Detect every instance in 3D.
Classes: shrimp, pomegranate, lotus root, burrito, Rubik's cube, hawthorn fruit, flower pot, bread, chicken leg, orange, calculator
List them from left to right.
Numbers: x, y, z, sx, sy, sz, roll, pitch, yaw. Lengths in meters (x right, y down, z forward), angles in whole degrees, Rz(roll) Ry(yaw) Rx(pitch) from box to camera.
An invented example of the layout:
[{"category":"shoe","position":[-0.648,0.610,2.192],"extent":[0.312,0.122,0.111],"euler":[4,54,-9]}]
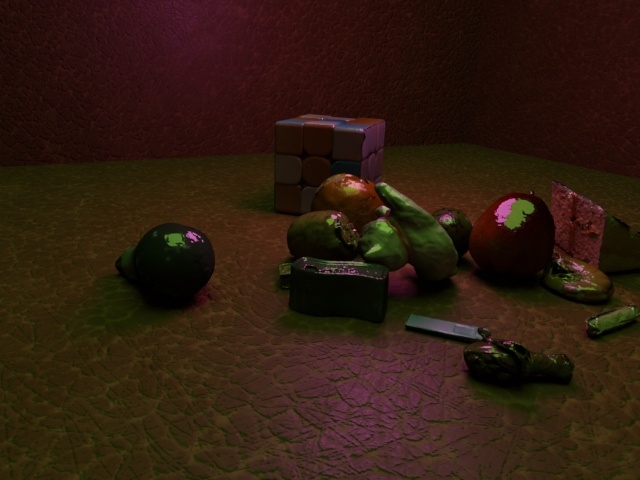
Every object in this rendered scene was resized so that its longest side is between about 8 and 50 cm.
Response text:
[{"category":"lotus root","position":[0.000,0.000,1.308],"extent":[0.146,0.160,0.284],"euler":[-20,4,-33]},{"category":"Rubik's cube","position":[0.040,-0.292,1.882],"extent":[0.344,0.346,0.346],"euler":[10,20,18]},{"category":"flower pot","position":[0.043,0.108,1.119],"extent":[0.229,0.108,0.103],"euler":[6,19,8]},{"category":"orange","position":[0.088,-0.093,1.515],"extent":[0.240,0.240,0.240],"euler":[2,20,-1]},{"category":"pomegranate","position":[0.353,-0.013,1.443],"extent":[0.205,0.159,0.159],"euler":[-16,8,32]},{"category":"calculator","position":[0.270,0.188,1.044],"extent":[0.172,0.018,0.057],"euler":[9,20,20]},{"category":"hawthorn fruit","position":[0.527,-0.027,1.327],"extent":[0.224,0.260,0.224],"euler":[21,-4,2]},{"category":"chicken leg","position":[0.364,0.217,0.895],"extent":[0.196,0.080,0.125],"euler":[9,8,17]},{"category":"shrimp","position":[0.652,0.088,1.315],"extent":[0.152,0.063,0.287],"euler":[-13,23,-8]},{"category":"burrito","position":[0.649,0.177,1.090],"extent":[0.186,0.041,0.045],"euler":[-8,63,-27]},{"category":"bread","position":[0.905,-0.050,1.495],"extent":[0.405,0.242,0.345],"euler":[-5,24,-10]}]

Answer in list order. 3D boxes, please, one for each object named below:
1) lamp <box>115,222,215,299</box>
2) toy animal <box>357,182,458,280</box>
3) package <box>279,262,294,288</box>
[{"category":"lamp","position":[-0.377,0.049,1.194],"extent":[0.182,0.181,0.314],"euler":[-12,6,-34]},{"category":"toy animal","position":[0.220,0.039,1.248],"extent":[0.266,0.188,0.308],"euler":[24,-20,12]},{"category":"package","position":[-0.041,0.089,1.248],"extent":[0.131,0.047,0.071],"euler":[-1,17,-3]}]
